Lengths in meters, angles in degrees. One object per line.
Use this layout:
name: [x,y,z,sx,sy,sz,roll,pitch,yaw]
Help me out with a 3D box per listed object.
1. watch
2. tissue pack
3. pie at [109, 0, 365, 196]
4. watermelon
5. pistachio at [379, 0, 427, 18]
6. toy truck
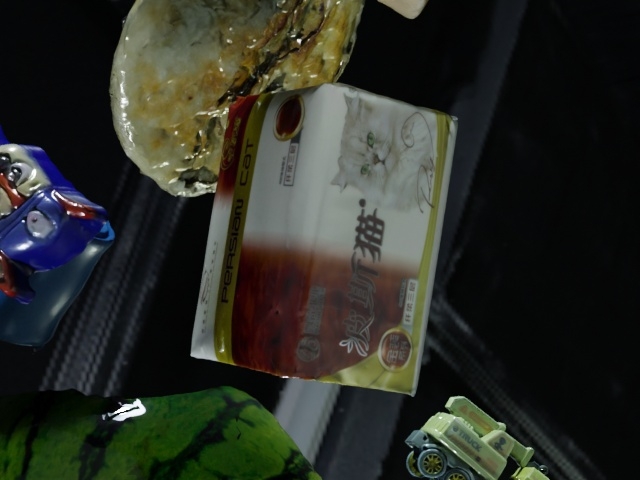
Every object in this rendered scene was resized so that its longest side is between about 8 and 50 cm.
watch: [-0.237,-0.010,0.848,0.196,0.171,0.200,44,-174,17]
tissue pack: [0.000,0.000,0.636,0.099,0.106,0.149,12,-96,-32]
pie: [-0.077,-0.181,1.212,0.339,0.077,0.339,-33,-32,-25]
watermelon: [-0.158,0.246,0.760,0.189,0.331,0.331,-6,-92,-60]
pistachio: [0.026,-0.221,0.540,0.214,0.193,0.318,78,179,-47]
toy truck: [0.173,0.239,1.233,0.169,0.077,0.100,39,-102,3]
